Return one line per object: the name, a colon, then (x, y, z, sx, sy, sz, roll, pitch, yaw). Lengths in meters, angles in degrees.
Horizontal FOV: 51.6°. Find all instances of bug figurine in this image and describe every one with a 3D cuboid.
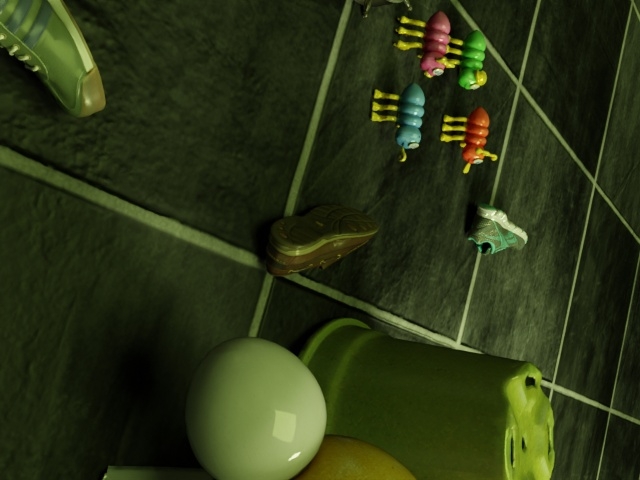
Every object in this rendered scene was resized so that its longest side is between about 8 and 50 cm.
bug figurine: (0.186, -0.215, 0.973, 0.279, 0.072, 0.216, 1, 95, -50)

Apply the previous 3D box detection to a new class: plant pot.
plant pot: (0.133, 0.232, 0.799, 0.276, 0.253, 0.276, 9, 79, -56)

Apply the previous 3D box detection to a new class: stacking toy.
stacking toy: (0.014, 0.298, 0.601, 0.350, 0.350, 0.480, -33, 104, -42)

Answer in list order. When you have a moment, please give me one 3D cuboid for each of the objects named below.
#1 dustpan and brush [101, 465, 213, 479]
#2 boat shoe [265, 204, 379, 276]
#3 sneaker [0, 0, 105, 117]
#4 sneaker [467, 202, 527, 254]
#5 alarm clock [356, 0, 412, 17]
dustpan and brush: (-0.133, 0.321, 0.622, 0.060, 0.211, 0.147, -48, 141, 14)
boat shoe: (0.000, 0.000, 0.801, 0.178, 0.064, 0.060, -16, 138, -46)
sneaker: (-0.239, -0.171, 0.488, 0.086, 0.064, 0.192, -36, 122, -32)
sneaker: (0.306, -0.007, 1.168, 0.166, 0.065, 0.076, 28, 91, -45)
alarm clock: (0.066, -0.377, 0.812, 0.129, 0.064, 0.192, -26, 117, -45)
